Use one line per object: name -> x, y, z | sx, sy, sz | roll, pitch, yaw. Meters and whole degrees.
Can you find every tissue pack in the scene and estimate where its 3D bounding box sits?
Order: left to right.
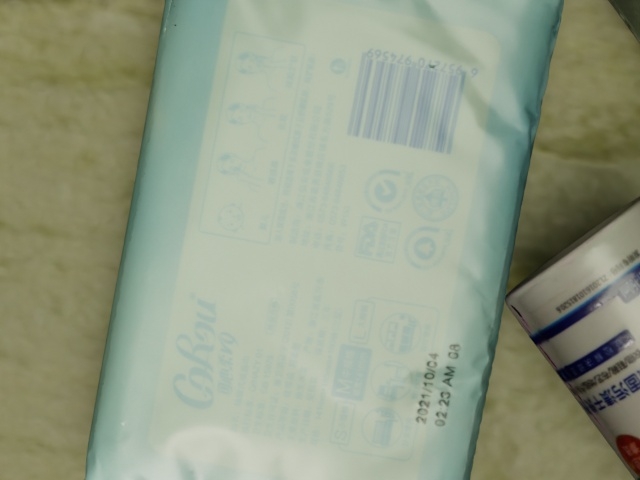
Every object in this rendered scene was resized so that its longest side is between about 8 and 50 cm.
tissue pack -> 0.000, 0.000, 0.759 | 0.177, 0.089, 0.263 | 10, 95, -2

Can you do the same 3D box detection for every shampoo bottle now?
shampoo bottle -> 0.208, 0.123, 0.758 | 0.092, 0.092, 0.303 | -35, 87, -1

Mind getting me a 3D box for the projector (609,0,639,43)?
projector -> 0.191, -0.112, 0.764 | 0.083, 0.083, 0.082 | -37, 96, 0
